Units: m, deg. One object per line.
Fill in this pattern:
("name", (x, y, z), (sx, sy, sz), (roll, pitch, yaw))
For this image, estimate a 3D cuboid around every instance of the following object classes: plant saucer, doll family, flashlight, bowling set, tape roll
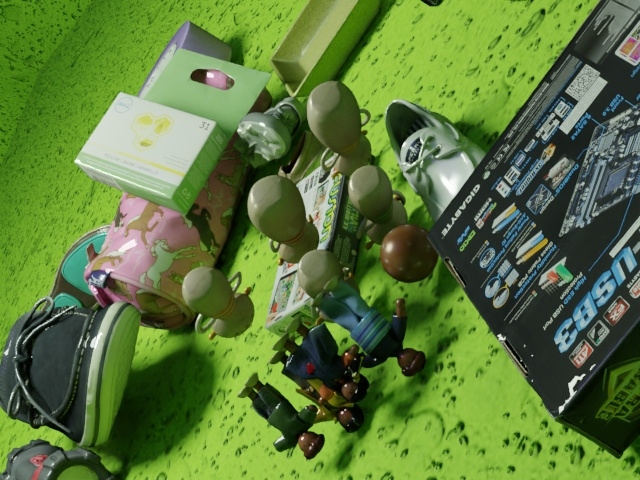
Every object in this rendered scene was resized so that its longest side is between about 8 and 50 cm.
("plant saucer", (0.012, -0.289, 1.533), (0.188, 0.045, 0.188), (-55, 24, 13))
("doll family", (0.013, 0.120, 0.999), (0.076, 0.111, 0.193), (-36, -15, -48))
("flashlight", (-0.368, 0.327, 1.553), (0.304, 0.103, 0.103), (-7, 61, 67))
("bowling set", (0.020, 0.012, 1.080), (0.287, 0.200, 0.154), (-54, -22, -9))
("tape roll", (-0.262, -0.243, 1.946), (0.275, 0.090, 0.275), (-51, 20, 28))

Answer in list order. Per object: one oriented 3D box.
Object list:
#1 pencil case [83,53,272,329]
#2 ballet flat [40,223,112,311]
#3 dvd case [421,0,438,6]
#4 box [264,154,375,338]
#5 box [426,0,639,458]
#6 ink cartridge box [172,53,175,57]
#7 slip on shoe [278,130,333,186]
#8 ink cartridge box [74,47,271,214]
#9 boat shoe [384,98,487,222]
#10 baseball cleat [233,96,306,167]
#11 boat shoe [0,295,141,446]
("pencil case", (-0.196, -0.073, 1.557), (0.160, 0.167, 0.386), (-26, 40, 59))
("ballet flat", (-0.405, 0.066, 1.911), (0.316, 0.107, 0.106), (-47, 13, 27))
("dvd case", (0.119, -0.424, 1.300), (0.238, 0.179, 0.029), (-61, 17, -1))
("box", (0.000, 0.000, 1.241), (0.114, 0.036, 0.207), (-34, 35, 46))
("box", (0.223, -0.044, 0.797), (0.295, 0.073, 0.293), (-55, 25, 13))
("ink cartridge box", (-0.206, -0.189, 1.754), (0.176, 0.127, 0.128), (-63, 22, -2))
("slip on shoe", (-0.036, -0.078, 1.396), (0.135, 0.041, 0.051), (-51, 25, 21))
("ink cartridge box", (-0.195, -0.163, 1.486), (0.171, 0.056, 0.235), (20, 71, 27))
("boat shoe", (0.107, -0.070, 1.053), (0.083, 0.076, 0.226), (-56, 24, 12))
("baseball cleat", (-0.060, -0.151, 1.440), (0.109, 0.072, 0.206), (-47, 10, -12))
("boat shoe", (-0.355, 0.178, 1.512), (0.500, 0.156, 0.187), (153, 133, -66))
